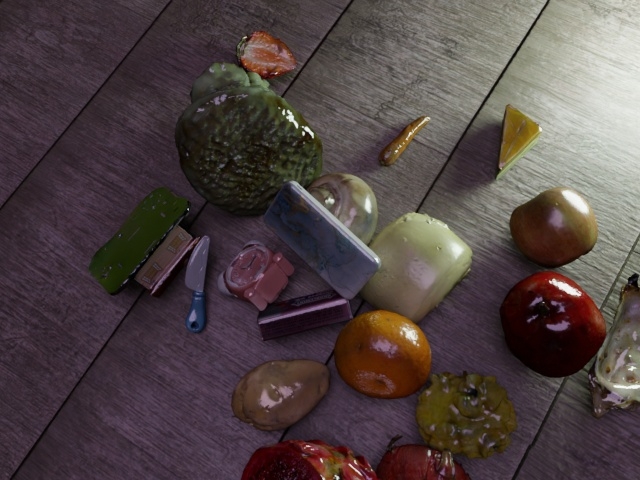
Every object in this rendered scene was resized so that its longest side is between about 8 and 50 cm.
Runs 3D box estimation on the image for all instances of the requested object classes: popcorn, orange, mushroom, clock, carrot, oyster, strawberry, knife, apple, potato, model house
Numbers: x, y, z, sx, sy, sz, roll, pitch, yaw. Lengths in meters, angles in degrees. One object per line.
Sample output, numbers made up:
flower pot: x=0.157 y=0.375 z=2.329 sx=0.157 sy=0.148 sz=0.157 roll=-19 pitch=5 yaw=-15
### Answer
popcorn: x=0.317 y=0.377 z=1.315 sx=0.218 sy=0.169 sz=0.189 roll=3 pitch=74 yaw=1
orange: x=0.143 y=0.257 z=1.355 sx=0.224 sy=0.224 sz=0.170 roll=14 pitch=47 yaw=11
mushroom: x=0.026 y=-0.051 z=1.466 sx=0.255 sy=0.184 sz=0.255 roll=-8 pitch=79 yaw=42
clock: x=-0.165 y=0.085 z=1.496 sx=0.162 sy=0.093 sz=0.166 roll=23 pitch=69 yaw=42
carrot: x=0.224 y=-0.271 z=1.603 sx=0.047 sy=0.047 sz=0.191 roll=38 pitch=74 yaw=16
oyster: x=0.728 y=0.258 z=1.349 sx=0.221 sy=0.096 sz=0.361 roll=27 pitch=77 yaw=9
strawberry: x=-0.152 y=-0.518 z=1.704 sx=0.187 sy=0.082 sz=0.146 roll=18 pitch=81 yaw=5
knife: x=-0.311 y=0.109 z=1.505 sx=0.058 sy=0.032 sz=0.244 roll=3 pitch=92 yaw=-5
apple: x=0.549 y=-0.028 z=1.410 sx=0.188 sy=0.188 sz=0.174 roll=-26 pitch=76 yaw=-2
potato: x=-0.091 y=0.358 z=1.391 sx=0.234 sy=0.128 sz=0.161 roll=-2 pitch=76 yaw=0
model house: x=-0.425 y=0.028 z=1.549 sx=0.207 sy=0.154 sz=0.294 roll=26 pitch=74 yaw=47

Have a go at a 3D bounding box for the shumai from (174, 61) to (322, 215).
shumai: x=-0.194 y=-0.282 z=1.521 sx=0.324 sy=0.397 sz=0.323 roll=-33 pitch=47 yaw=15

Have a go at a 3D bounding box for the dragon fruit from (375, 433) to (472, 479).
dragon fruit: x=0.203 y=0.548 z=1.235 sx=0.218 sy=0.148 sz=0.224 roll=14 pitch=116 yaw=16

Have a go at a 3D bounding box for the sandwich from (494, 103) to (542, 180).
sandwich: x=0.471 y=-0.253 z=1.548 sx=0.163 sy=0.079 sz=0.113 roll=-44 pitch=71 yaw=-6

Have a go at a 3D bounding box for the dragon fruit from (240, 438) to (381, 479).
dragon fruit: x=0.005 y=0.586 z=1.223 sx=0.371 sy=0.249 sz=0.386 roll=8 pitch=95 yaw=50

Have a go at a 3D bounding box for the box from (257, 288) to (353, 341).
box: x=-0.037 y=0.175 z=1.447 sx=0.224 sy=0.120 sz=0.069 roll=-14 pitch=101 yaw=0

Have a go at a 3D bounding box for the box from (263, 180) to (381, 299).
box: x=0.000 y=0.000 z=1.363 sx=0.285 sy=0.142 sz=0.044 roll=42 pitch=38 yaw=8

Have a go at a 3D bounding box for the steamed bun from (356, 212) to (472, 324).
steamed bun: x=0.212 y=0.061 z=1.430 sx=0.273 sy=0.166 sz=0.232 roll=-43 pitch=74 yaw=-7

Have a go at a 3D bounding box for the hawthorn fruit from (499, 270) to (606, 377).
hawthorn fruit: x=0.499 y=0.167 z=1.306 sx=0.210 sy=0.266 sz=0.230 roll=-23 pitch=57 yaw=10
